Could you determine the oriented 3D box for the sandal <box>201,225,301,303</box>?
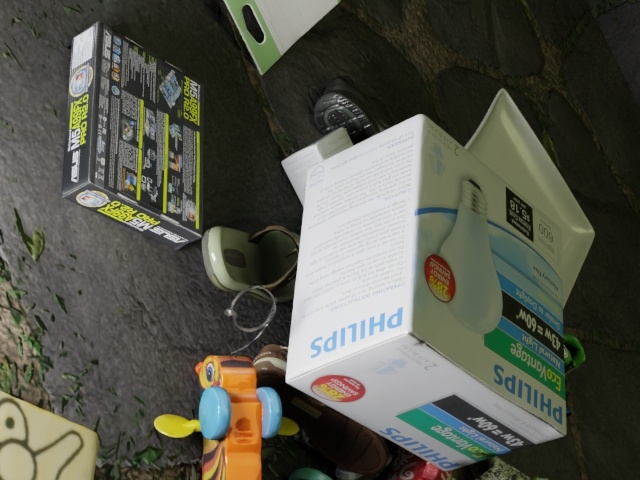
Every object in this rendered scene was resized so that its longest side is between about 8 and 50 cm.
[{"bbox_3d":[-0.075,0.030,1.938,0.303,0.086,0.120,3,68,-67],"label":"sandal"}]

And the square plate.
[{"bbox_3d":[0.354,-0.056,2.298,0.344,0.049,0.347,56,38,-15],"label":"square plate"}]

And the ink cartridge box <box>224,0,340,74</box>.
[{"bbox_3d":[-0.079,-0.419,2.215,0.235,0.056,0.171,-46,126,-28],"label":"ink cartridge box"}]

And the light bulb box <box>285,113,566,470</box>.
[{"bbox_3d":[0.160,0.083,1.838,0.358,0.225,0.361,34,47,-35],"label":"light bulb box"}]

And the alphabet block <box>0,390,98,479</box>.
[{"bbox_3d":[-0.363,0.280,1.315,0.192,0.193,0.197,36,44,-40],"label":"alphabet block"}]

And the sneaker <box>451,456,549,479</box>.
[{"bbox_3d":[0.236,0.474,2.123,0.182,0.158,0.410,40,32,16],"label":"sneaker"}]

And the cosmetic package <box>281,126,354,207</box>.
[{"bbox_3d":[0.038,-0.062,2.172,0.231,0.085,0.117,61,35,-6],"label":"cosmetic package"}]

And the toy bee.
[{"bbox_3d":[-0.114,0.221,1.749,0.195,0.162,0.298,27,80,-24],"label":"toy bee"}]

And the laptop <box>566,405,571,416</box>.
[{"bbox_3d":[0.256,0.096,2.149,0.382,0.236,0.408,-4,103,-52],"label":"laptop"}]

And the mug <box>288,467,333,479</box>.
[{"bbox_3d":[0.023,0.408,1.856,0.158,0.097,0.129,37,43,-37],"label":"mug"}]

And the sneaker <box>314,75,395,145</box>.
[{"bbox_3d":[0.106,-0.187,2.328,0.286,0.109,0.130,50,31,-26],"label":"sneaker"}]

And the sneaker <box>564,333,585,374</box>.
[{"bbox_3d":[0.379,0.211,2.424,0.343,0.146,0.134,-2,72,-53],"label":"sneaker"}]

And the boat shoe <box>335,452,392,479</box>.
[{"bbox_3d":[0.064,0.358,1.998,0.142,0.049,0.040,-9,109,-57],"label":"boat shoe"}]

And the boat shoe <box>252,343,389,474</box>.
[{"bbox_3d":[0.006,0.243,1.921,0.257,0.095,0.095,43,25,-18],"label":"boat shoe"}]

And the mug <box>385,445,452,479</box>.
[{"bbox_3d":[0.172,0.369,2.049,0.113,0.150,0.169,44,35,-16],"label":"mug"}]

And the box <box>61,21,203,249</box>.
[{"bbox_3d":[-0.261,-0.147,1.832,0.216,0.060,0.270,28,50,-44],"label":"box"}]
